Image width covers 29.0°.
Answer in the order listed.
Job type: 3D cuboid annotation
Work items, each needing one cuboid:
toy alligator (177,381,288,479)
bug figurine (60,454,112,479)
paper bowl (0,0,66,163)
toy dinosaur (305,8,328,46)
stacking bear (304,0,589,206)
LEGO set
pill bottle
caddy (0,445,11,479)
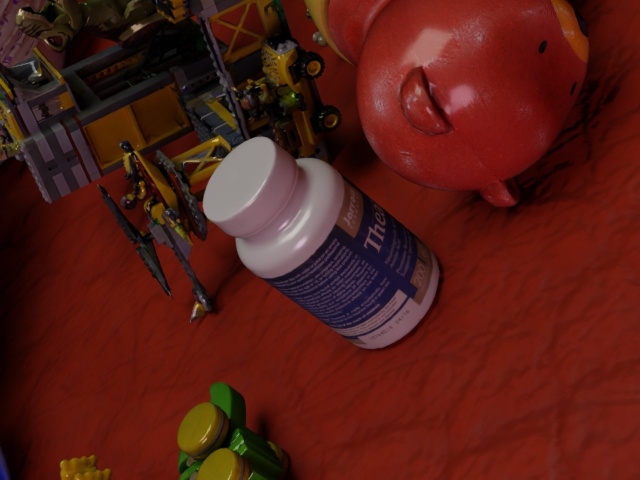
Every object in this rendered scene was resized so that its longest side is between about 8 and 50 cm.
[{"bbox_3d":[-0.038,0.137,0.604,0.051,0.056,0.189,-47,33,8],"label":"toy alligator"},{"bbox_3d":[-0.170,0.183,0.575,0.216,0.279,0.072,38,122,53],"label":"bug figurine"},{"bbox_3d":[-0.358,-0.163,1.195,0.284,0.148,0.284,-31,39,28],"label":"paper bowl"},{"bbox_3d":[0.034,-0.211,0.869,0.093,0.053,0.183,19,81,40],"label":"toy dinosaur"},{"bbox_3d":[0.063,-0.154,0.673,0.164,0.175,0.289,-21,52,17],"label":"stacking bear"},{"bbox_3d":[-0.149,-0.122,0.800,0.192,0.255,0.331,-29,43,-14],"label":"LEGO set"},{"bbox_3d":[0.000,0.000,0.629,0.067,0.120,0.067,-31,39,29],"label":"pill bottle"},{"bbox_3d":[-0.328,0.182,0.703,0.179,0.241,0.341,-35,6,33],"label":"caddy"}]
